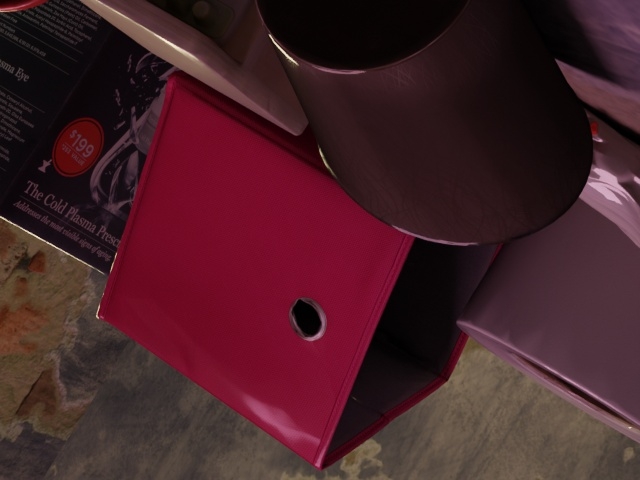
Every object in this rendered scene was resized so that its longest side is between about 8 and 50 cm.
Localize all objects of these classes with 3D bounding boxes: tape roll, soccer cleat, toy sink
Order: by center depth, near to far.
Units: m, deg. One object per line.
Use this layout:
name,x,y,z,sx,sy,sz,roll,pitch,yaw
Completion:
toy sink,-0.074,-0.187,0.954,0.152,0.131,0.234,31,-179,18
soccer cleat,0.228,-0.038,0.981,0.196,0.068,0.076,39,-178,6
tape roll,0.264,0.064,1.173,0.246,0.169,0.246,31,176,2

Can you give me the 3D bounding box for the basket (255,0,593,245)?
basket,0.054,-0.111,0.811,0.204,0.154,0.227,28,171,25

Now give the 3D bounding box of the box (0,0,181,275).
box,-0.239,-0.138,1.551,0.179,0.313,0.343,29,176,32

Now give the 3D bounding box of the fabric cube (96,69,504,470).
fabric cube,0.000,0.000,1.208,0.258,0.254,0.259,32,-152,21

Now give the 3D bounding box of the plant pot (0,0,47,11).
plant pot,-0.257,-0.271,0.985,0.191,0.191,0.174,31,-175,21
